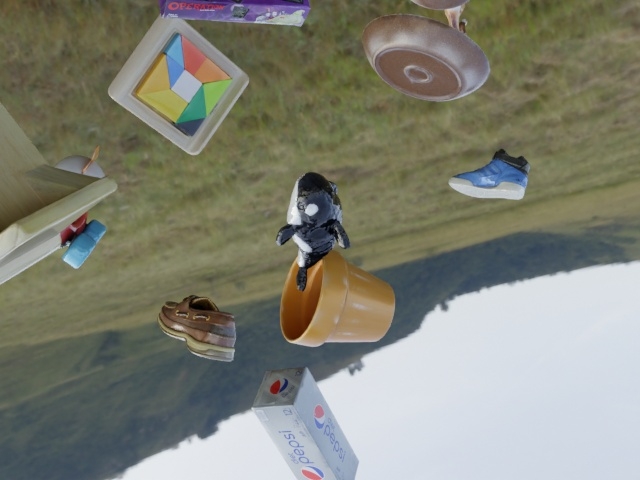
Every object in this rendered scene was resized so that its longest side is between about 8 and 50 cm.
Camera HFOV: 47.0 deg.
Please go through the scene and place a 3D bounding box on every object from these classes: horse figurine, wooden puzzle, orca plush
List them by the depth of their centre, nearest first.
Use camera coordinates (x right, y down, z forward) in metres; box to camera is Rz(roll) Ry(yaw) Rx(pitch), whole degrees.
[{"bbox_3d":[0.000,0.000,1.320,0.151,0.102,0.287,-35,153,-39],"label":"orca plush"},{"bbox_3d":[-0.294,-0.330,1.567,0.221,0.238,0.044,-56,-147,-2],"label":"wooden puzzle"},{"bbox_3d":[0.322,-0.605,1.756,0.066,0.175,0.263,10,175,15],"label":"horse figurine"}]

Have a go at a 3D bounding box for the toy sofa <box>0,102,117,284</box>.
[{"bbox_3d":[-0.370,-0.120,0.634,0.177,0.363,0.150,-32,-171,22],"label":"toy sofa"}]

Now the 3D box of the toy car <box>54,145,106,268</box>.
[{"bbox_3d":[-0.532,-0.108,1.578,0.238,0.219,0.210,-49,-166,11],"label":"toy car"}]

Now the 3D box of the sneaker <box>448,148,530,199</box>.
[{"bbox_3d":[0.314,-0.126,1.359,0.152,0.085,0.058,9,164,44],"label":"sneaker"}]

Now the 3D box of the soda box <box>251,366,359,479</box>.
[{"bbox_3d":[-0.022,0.375,1.410,0.091,0.286,0.098,-10,-146,25],"label":"soda box"}]

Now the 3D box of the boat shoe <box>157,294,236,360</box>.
[{"bbox_3d":[-0.150,0.099,0.916,0.064,0.060,0.178,15,180,-32],"label":"boat shoe"}]

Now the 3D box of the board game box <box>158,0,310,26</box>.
[{"bbox_3d":[-0.146,-0.471,1.059,0.208,0.347,0.056,-3,160,-27],"label":"board game box"}]

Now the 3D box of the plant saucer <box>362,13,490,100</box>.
[{"bbox_3d":[0.150,-0.259,1.090,0.198,0.036,0.198,19,165,5],"label":"plant saucer"}]

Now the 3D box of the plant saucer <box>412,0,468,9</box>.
[{"bbox_3d":[0.206,-0.480,1.251,0.168,0.168,0.029,-17,179,1],"label":"plant saucer"}]

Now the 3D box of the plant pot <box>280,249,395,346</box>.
[{"bbox_3d":[0.043,0.128,1.525,0.188,0.205,0.205,15,169,-23],"label":"plant pot"}]
